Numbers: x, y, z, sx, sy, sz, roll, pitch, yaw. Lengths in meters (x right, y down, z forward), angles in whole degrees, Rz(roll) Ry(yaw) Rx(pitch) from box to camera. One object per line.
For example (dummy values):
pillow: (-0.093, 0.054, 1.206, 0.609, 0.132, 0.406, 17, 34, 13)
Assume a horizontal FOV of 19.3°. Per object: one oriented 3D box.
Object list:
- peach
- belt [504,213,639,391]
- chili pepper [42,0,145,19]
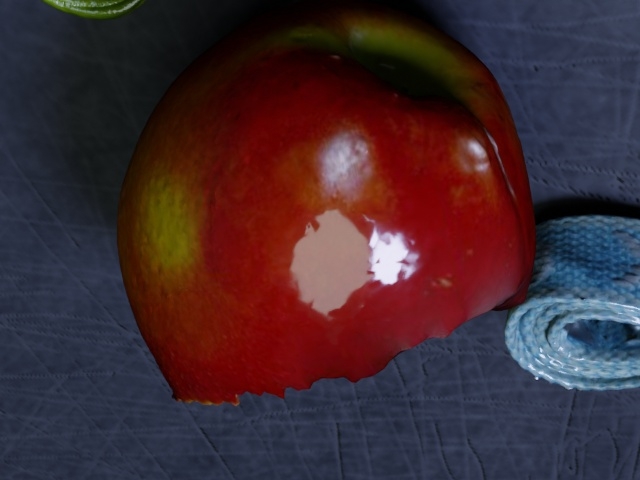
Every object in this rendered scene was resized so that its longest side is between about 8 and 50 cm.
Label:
peach: (0.000, 0.000, 0.915, 0.196, 0.190, 0.226, 16, 126, -11)
belt: (0.244, 0.028, 0.952, 0.302, 0.072, 0.087, -2, 131, 16)
chili pepper: (-0.123, -0.127, 0.953, 0.083, 0.017, 0.030, 15, 130, 3)
